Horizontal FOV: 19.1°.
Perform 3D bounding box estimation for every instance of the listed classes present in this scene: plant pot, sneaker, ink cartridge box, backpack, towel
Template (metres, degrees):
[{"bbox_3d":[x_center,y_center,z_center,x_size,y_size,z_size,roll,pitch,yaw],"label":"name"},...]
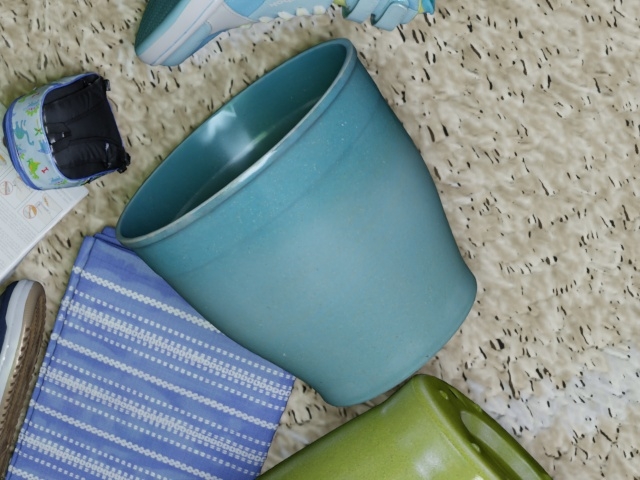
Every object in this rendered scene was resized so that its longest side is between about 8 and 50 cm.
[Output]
[{"bbox_3d":[0.000,0.000,1.721,0.271,0.272,0.255,-37,107,12],"label":"plant pot"},{"bbox_3d":[0.053,0.320,1.702,0.366,0.366,0.353,45,99,0],"label":"plant pot"},{"bbox_3d":[-0.373,0.153,1.867,0.153,0.099,0.282,19,104,3],"label":"sneaker"},{"bbox_3d":[-0.340,-0.034,1.868,0.145,0.045,0.179,45,80,-1],"label":"ink cartridge box"},{"bbox_3d":[-0.251,-0.098,1.803,0.084,0.114,0.105,-11,99,28],"label":"backpack"},{"bbox_3d":[-0.168,0.178,1.878,0.243,0.040,0.336,21,103,3],"label":"towel"},{"bbox_3d":[-0.015,-0.229,1.749,0.208,0.127,0.319,31,129,-24],"label":"sneaker"}]
